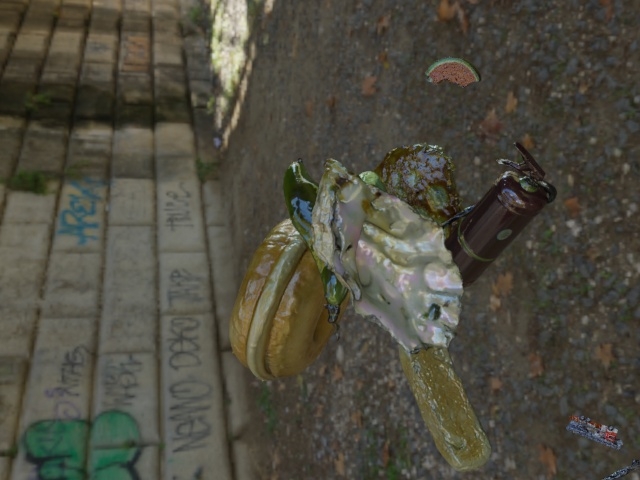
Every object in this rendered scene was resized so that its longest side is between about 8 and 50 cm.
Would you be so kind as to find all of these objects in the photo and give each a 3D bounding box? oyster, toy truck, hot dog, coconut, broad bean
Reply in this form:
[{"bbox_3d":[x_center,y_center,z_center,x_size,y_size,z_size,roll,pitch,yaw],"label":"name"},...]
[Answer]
[{"bbox_3d":[0.062,0.026,0.723,0.133,0.209,0.072,-61,20,-17],"label":"oyster"},{"bbox_3d":[0.422,0.293,1.090,0.024,0.083,0.032,81,-151,-66],"label":"toy truck"},{"bbox_3d":[0.207,0.273,1.211,0.243,0.084,0.073,66,162,13],"label":"hot dog"},{"bbox_3d":[0.104,-0.102,1.559,0.088,0.087,0.096,-106,6,-47],"label":"coconut"},{"bbox_3d":[-0.001,-0.004,1.166,0.075,0.067,0.325,-30,59,25],"label":"broad bean"}]

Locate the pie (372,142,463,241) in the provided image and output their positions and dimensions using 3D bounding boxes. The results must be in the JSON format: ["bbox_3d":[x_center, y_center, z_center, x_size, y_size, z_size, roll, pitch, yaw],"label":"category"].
[{"bbox_3d":[0.242,-0.103,1.840,0.354,0.103,0.288,-23,84,52],"label":"pie"}]

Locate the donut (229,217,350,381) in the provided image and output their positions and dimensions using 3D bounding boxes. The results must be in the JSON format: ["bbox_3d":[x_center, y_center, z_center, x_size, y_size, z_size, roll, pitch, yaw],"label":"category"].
[{"bbox_3d":[-0.060,0.137,1.668,0.449,0.198,0.449,-59,-17,-30],"label":"donut"}]

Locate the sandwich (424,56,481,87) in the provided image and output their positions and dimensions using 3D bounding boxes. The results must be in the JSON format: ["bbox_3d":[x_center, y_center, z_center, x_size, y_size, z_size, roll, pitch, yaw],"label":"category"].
[{"bbox_3d":[0.303,-0.383,1.612,0.135,0.029,0.067,14,113,30],"label":"sandwich"}]

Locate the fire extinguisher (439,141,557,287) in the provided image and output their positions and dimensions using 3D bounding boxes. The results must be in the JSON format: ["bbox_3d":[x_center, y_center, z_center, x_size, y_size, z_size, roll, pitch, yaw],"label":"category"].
[{"bbox_3d":[0.310,-0.044,1.301,0.105,0.141,0.341,-64,1,-39],"label":"fire extinguisher"}]

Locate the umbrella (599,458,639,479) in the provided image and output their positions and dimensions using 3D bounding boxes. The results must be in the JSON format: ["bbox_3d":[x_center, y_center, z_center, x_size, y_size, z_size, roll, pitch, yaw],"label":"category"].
[{"bbox_3d":[0.517,0.395,1.214,0.022,0.148,0.022,54,-165,-42],"label":"umbrella"}]
